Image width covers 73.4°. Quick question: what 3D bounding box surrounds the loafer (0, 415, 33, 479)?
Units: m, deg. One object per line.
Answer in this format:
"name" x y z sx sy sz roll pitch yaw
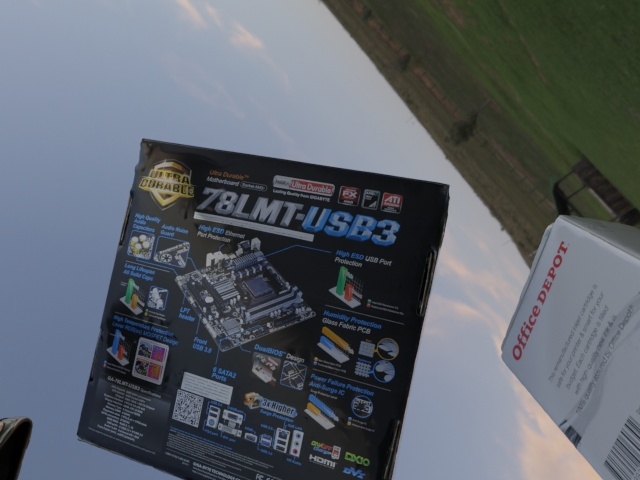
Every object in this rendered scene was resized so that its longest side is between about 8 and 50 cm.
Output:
"loafer" -0.302 0.226 0.393 0.045 0.039 0.125 47 -149 -47

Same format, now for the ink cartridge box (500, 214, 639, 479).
"ink cartridge box" 0.219 0.082 0.277 0.082 0.139 0.190 6 -158 -11

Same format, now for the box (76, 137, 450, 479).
"box" -0.057 0.072 0.395 0.295 0.293 0.073 11 178 15
